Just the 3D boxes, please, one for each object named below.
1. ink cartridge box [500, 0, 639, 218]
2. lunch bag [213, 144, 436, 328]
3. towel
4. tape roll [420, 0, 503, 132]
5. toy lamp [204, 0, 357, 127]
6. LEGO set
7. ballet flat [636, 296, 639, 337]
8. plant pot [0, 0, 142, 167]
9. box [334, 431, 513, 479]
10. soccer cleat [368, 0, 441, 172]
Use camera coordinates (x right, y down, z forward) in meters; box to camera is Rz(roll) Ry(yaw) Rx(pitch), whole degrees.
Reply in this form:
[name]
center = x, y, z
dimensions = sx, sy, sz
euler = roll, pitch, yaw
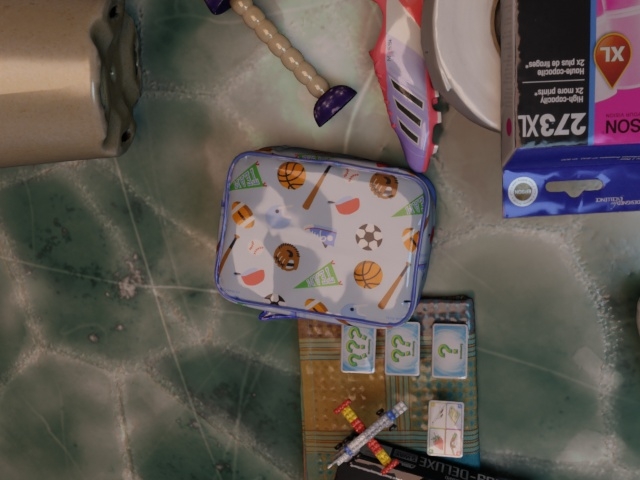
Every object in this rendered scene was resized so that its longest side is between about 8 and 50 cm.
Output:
[ink cartridge box]
center = 0.293, -0.206, 0.891
dimensions = 0.176, 0.069, 0.370
euler = -3, 103, -2
[lunch bag]
center = 0.000, 0.000, 1.111
dimensions = 0.304, 0.115, 0.243
euler = 9, 101, 11
[towel]
center = 0.102, 0.261, 1.207
dimensions = 0.272, 0.040, 0.370
euler = -1, 102, 13
[tape roll]
center = 0.264, -0.261, 0.959
dimensions = 0.286, 0.100, 0.286
euler = 0, 102, -2
[toy lamp]
center = -0.068, -0.277, 1.084
dimensions = 0.080, 0.080, 0.274
euler = -40, 94, 20
[LEGO set]
center = 0.109, 0.232, 1.108
dimensions = 0.183, 0.060, 0.244
euler = 2, 81, 11
[ballet flat]
center = 0.541, 0.238, 1.057
dimensions = 0.400, 0.139, 0.139
euler = 40, 110, 0
[plant pot]
center = -0.415, -0.228, 1.076
dimensions = 0.306, 0.334, 0.333
euler = 1, 105, 1
[box]
center = 0.158, 0.442, 1.173
dimensions = 0.308, 0.076, 0.242
euler = 15, 105, 10
[soccer cleat]
center = 0.108, -0.212, 1.053
dimensions = 0.095, 0.083, 0.247
euler = -2, 100, 5
